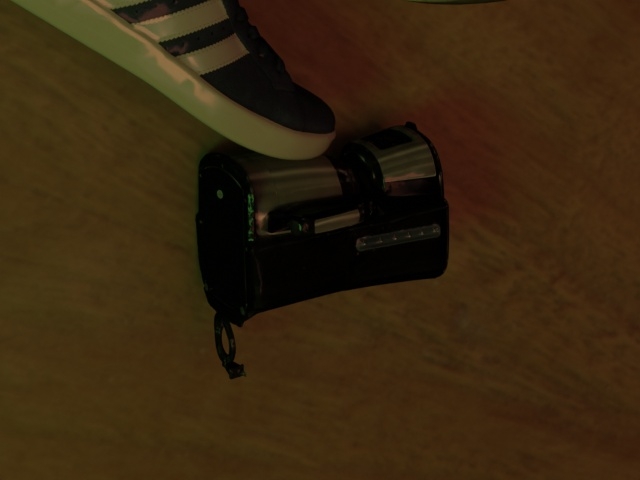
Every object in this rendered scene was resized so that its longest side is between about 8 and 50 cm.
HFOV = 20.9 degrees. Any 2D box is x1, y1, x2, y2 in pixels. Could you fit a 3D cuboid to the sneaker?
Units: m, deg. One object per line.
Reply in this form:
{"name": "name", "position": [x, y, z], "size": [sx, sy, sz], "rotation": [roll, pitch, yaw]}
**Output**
{"name": "sneaker", "position": [-0.097, -0.183, 1.202], "size": [0.350, 0.131, 0.148], "rotation": [31, 97, -36]}

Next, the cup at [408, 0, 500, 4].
{"name": "cup", "position": [0.140, -0.313, 1.210], "size": [0.237, 0.331, 0.331], "rotation": [5, 110, -60]}

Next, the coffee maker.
{"name": "coffee maker", "position": [0.000, 0.000, 1.362], "size": [0.178, 0.120, 0.171], "rotation": [-9, 132, -26]}
